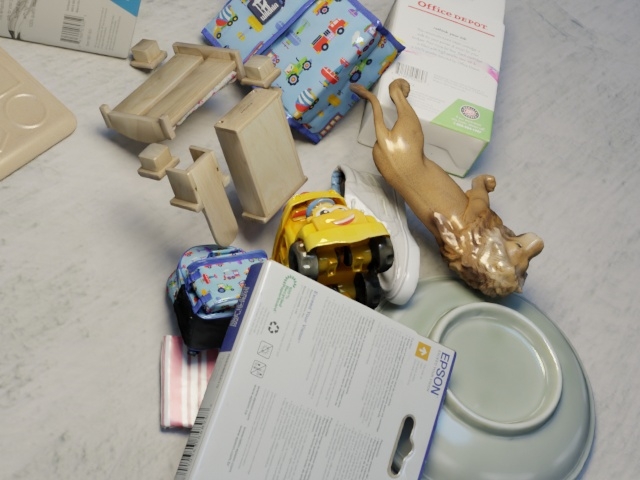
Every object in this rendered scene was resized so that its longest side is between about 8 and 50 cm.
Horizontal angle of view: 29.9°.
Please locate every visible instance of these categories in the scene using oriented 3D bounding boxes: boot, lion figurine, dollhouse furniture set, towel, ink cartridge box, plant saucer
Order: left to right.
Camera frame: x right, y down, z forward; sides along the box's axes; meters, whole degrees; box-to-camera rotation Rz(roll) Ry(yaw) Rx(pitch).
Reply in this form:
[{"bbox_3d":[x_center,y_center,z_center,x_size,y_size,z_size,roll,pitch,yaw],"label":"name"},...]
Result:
[{"bbox_3d":[-0.437,-0.430,1.901,0.307,0.223,0.129,8,55,-15],"label":"ink cartridge box"},{"bbox_3d":[-0.218,-0.147,1.862,0.355,0.174,0.303,14,47,35],"label":"dollhouse furniture set"},{"bbox_3d":[-0.132,0.209,1.716,0.197,0.029,0.144,6,56,-13],"label":"towel"},{"bbox_3d":[0.000,0.239,1.640,0.330,0.071,0.324,28,70,-24],"label":"ink cartridge box"},{"bbox_3d":[0.073,-0.013,1.872,0.123,0.095,0.258,18,37,-23],"label":"boot"},{"bbox_3d":[0.176,-0.082,1.872,0.392,0.142,0.240,39,27,-8],"label":"lion figurine"},{"bbox_3d":[0.203,-0.305,2.114,0.207,0.119,0.353,18,55,-7],"label":"ink cartridge box"},{"bbox_3d":[0.249,0.207,1.809,0.400,0.100,0.401,10,55,-14],"label":"plant saucer"}]

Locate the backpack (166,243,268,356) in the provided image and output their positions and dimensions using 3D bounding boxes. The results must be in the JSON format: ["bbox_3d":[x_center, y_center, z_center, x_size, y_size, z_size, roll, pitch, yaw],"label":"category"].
[{"bbox_3d":[-0.140,0.068,1.736,0.158,0.117,0.173,-5,42,-22],"label":"backpack"}]

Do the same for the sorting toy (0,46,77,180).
[{"bbox_3d":[-0.511,-0.198,1.843,0.208,0.038,0.193,45,55,6],"label":"sorting toy"}]

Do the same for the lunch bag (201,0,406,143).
[{"bbox_3d":[-0.044,-0.347,2.002,0.221,0.138,0.293,-47,66,8],"label":"lunch bag"}]

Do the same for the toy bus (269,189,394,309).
[{"bbox_3d":[0.000,0.000,1.787,0.149,0.220,0.211,-8,55,-19],"label":"toy bus"}]
